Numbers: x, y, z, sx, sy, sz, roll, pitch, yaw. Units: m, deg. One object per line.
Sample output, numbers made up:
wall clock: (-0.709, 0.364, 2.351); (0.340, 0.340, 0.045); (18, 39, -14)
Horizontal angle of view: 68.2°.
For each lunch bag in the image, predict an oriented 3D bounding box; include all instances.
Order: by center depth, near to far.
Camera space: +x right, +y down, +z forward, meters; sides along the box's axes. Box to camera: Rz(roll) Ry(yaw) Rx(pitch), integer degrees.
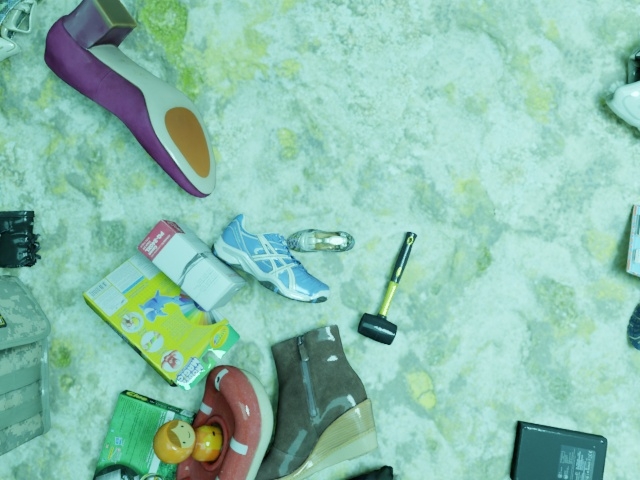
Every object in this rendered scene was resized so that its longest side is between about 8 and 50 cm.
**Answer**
lunch bag: (-0.550, 0.188, 0.713); (0.168, 0.235, 0.288); (-3, 88, 9)

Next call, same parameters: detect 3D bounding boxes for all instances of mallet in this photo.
mallet: (0.110, 0.073, 0.779); (0.062, 0.039, 0.190); (14, 84, 1)

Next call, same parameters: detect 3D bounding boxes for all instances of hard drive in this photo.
hard drive: (0.378, 0.348, 0.752); (0.135, 0.022, 0.094); (9, 88, 4)

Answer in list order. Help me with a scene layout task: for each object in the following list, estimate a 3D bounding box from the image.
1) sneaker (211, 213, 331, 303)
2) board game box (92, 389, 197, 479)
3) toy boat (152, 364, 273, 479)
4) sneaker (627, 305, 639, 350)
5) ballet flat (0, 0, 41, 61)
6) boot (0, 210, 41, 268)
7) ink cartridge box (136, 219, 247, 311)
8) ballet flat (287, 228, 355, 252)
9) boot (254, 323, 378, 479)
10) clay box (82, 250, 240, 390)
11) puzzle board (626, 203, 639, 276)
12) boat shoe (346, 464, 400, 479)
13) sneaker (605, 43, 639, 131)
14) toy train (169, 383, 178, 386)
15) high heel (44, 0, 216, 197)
sneaker: (-0.073, 0.033, 0.768); (0.211, 0.080, 0.081); (29, 93, 3)
board game box: (-0.310, 0.398, 0.792); (0.136, 0.030, 0.260); (18, 89, 6)
toy boat: (-0.176, 0.301, 0.709); (0.151, 0.150, 0.231); (23, 86, -40)
sneaker: (0.537, 0.115, 0.740); (0.057, 0.052, 0.136); (24, 89, 0)
ballet flat: (-0.550, -0.369, 0.829); (0.070, 0.070, 0.189); (29, 93, 5)
boot: (-0.548, -0.001, 0.820); (0.121, 0.045, 0.099); (-1, 90, 3)
ink cartridge box: (-0.201, 0.041, 0.761); (0.150, 0.109, 0.063); (42, 89, 5)
ballet flat: (0.000, 0.000, 0.785); (0.114, 0.041, 0.041); (0, 87, 4)
boot: (-0.044, 0.272, 0.769); (0.248, 0.090, 0.207); (-25, 72, 7)
clay box: (-0.251, 0.127, 0.762); (0.222, 0.053, 0.127); (43, 58, 4)
puzzle board: (0.534, 0.011, 0.740); (0.096, 0.011, 0.128); (21, 66, 4)
boat shoe: (0.090, 0.535, 0.723); (0.157, 0.127, 0.341); (-19, 78, 9)
sneaker: (0.567, -0.302, 0.736); (0.118, 0.110, 0.292); (34, 89, 13)
toy train: (-0.274, 0.174, 0.795); (0.027, 0.036, 0.159); (-27, 86, 2)
high heel: (-0.323, -0.214, 0.806); (0.181, 0.127, 0.378); (-28, 90, 31)
